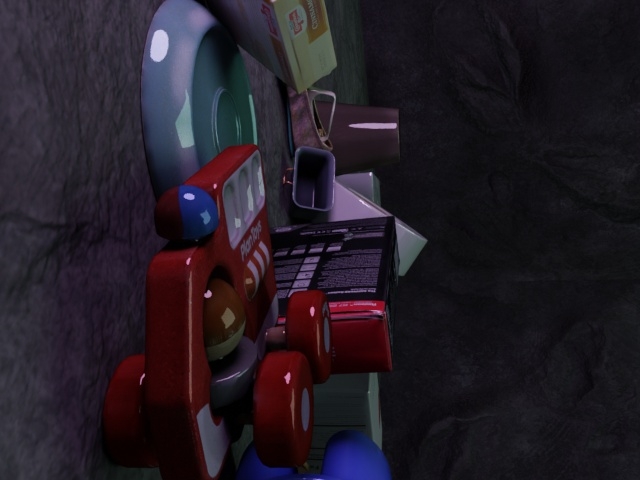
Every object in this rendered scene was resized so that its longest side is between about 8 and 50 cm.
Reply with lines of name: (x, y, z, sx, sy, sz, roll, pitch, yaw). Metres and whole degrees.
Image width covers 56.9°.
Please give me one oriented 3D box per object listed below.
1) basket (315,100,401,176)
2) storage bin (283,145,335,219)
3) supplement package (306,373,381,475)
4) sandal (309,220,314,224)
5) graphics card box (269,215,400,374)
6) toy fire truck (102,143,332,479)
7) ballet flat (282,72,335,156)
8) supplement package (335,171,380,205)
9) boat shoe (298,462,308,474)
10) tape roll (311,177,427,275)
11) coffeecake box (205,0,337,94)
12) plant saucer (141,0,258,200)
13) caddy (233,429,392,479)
basket: (0.079, -0.249, 1.431, 0.154, 0.226, 0.205, 7, 80, -80)
storage bin: (-0.031, -0.108, 1.206, 0.091, 0.098, 0.135, 131, -36, -62)
supplement package: (0.027, 0.343, 1.171, 0.178, 0.175, 0.293, -78, 163, -58)
sandal: (0.025, -0.107, 1.519, 0.088, 0.079, 0.240, 76, 15, -50)
graphics card box: (-0.003, 0.068, 0.882, 0.371, 0.232, 0.094, -70, 152, -67)
toy fire truck: (-0.094, 0.057, 0.554, 0.302, 0.169, 0.254, -67, 152, -68)
ballet flat: (-0.024, -0.314, 1.197, 0.108, 0.106, 0.316, -78, 163, -55)
supplement package: (0.111, -0.132, 1.852, 0.244, 0.138, 0.134, -3, 90, -79)
boat shoe: (-0.051, 0.421, 1.002, 0.207, 0.073, 0.073, 75, 15, -53)
tape roll: (0.097, -0.038, 1.331, 0.100, 0.286, 0.286, -56, 174, 8)
coffeecake box: (-0.073, -0.289, 0.719, 0.185, 0.068, 0.142, 44, -13, 27)
plant saucer: (-0.132, -0.136, 0.738, 0.317, 0.043, 0.318, -1, 90, -80)
caddy: (-0.009, 0.418, 0.779, 0.179, 0.241, 0.342, -85, 169, -68)
